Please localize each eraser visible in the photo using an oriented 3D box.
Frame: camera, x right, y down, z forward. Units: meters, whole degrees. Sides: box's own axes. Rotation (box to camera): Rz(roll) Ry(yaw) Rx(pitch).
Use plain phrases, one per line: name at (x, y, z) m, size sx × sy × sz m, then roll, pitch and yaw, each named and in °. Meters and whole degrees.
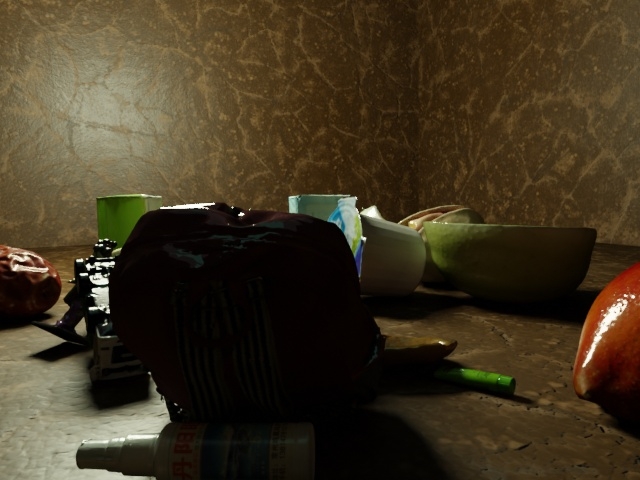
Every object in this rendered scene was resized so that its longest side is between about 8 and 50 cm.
eraser at (-0.580, -0.002, 1.535) m, size 0.210 × 0.274 × 0.092 m, roll 1°, pitch 7°, yaw 24°

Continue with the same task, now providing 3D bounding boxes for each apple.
apple at (0.432, 0.008, 1.196) m, size 0.361 × 0.320 × 0.311 m, roll 2°, pitch 44°, yaw 18°

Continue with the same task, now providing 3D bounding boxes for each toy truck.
toy truck at (-0.334, 0.116, 0.812) m, size 0.101 × 0.124 × 0.242 m, roll -1°, pitch 29°, yaw -32°

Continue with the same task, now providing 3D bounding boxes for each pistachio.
pistachio at (0.351, 0.010, 1.463) m, size 0.309 × 0.229 × 0.230 m, roll -3°, pitch 6°, yaw -24°

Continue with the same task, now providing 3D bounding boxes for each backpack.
backpack at (-0.072, 0.089, 0.529) m, size 0.284 × 0.197 × 0.317 m, roll -1°, pitch -32°, yaw 3°

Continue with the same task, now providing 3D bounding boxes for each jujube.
jujube at (-0.717, 0.097, 1.155) m, size 0.251 × 0.174 × 0.174 m, roll 13°, pitch 10°, yaw 20°

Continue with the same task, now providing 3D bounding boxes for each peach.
peach at (0.465, 0.100, 0.629) m, size 0.362 × 0.201 × 0.258 m, roll -3°, pitch 7°, yaw -19°

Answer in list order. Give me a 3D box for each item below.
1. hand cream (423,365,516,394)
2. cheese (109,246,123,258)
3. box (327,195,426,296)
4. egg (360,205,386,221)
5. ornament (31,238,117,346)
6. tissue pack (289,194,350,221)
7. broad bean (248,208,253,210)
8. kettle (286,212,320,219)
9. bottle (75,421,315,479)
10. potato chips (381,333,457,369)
hand cream at (0.203, 0.189, 0.692) m, size 0.122 × 0.023 × 0.036 m, roll -1°, pitch 8°, yaw 42°
cheese at (-0.367, 0.063, 1.137) m, size 0.384 × 0.104 × 0.384 m, roll -21°, pitch -4°, yaw -2°
box at (0.137, 0.054, 1.229) m, size 0.207 × 0.262 × 0.291 m, roll 8°, pitch 40°, yaw -22°
egg at (0.198, 0.036, 1.612) m, size 0.206 × 0.161 × 0.271 m, roll -26°, pitch -50°, yaw 37°
ornament at (-0.443, 0.090, 0.945) m, size 0.081 × 0.203 × 0.088 m, roll -4°, pitch -32°, yaw 28°
tissue pack at (0.000, 0.000, 1.458) m, size 0.177 × 0.263 × 0.089 m, roll -3°, pitch 3°, yaw -26°
broad bean at (-0.181, 0.037, 1.273) m, size 0.053 × 0.256 × 0.052 m, roll -15°, pitch 32°, yaw -21°
kettle at (-0.059, 0.070, 0.856) m, size 0.221 × 0.236 × 0.161 m, roll -3°, pitch 5°, yaw -19°
bottle at (-0.114, 0.200, 0.467) m, size 0.217 × 0.060 × 0.060 m, roll -2°, pitch 5°, yaw 2°
potato chips at (0.105, 0.169, 0.770) m, size 0.202 × 0.049 × 0.150 m, roll -4°, pitch 1°, yaw -6°
